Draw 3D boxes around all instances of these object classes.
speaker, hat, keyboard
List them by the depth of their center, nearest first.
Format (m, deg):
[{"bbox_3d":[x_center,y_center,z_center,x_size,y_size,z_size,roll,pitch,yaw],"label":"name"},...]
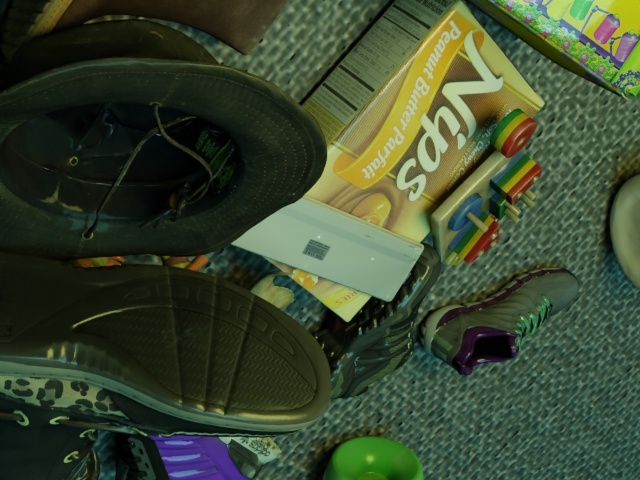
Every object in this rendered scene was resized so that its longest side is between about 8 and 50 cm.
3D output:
[{"bbox_3d":[-0.166,-0.100,1.015,0.331,0.134,0.331,-7,155,-3],"label":"hat"},{"bbox_3d":[0.000,0.000,1.241,0.256,0.014,0.072,21,111,-39],"label":"keyboard"},{"bbox_3d":[0.051,0.392,1.548,0.131,0.131,0.296,-9,121,-28],"label":"speaker"}]

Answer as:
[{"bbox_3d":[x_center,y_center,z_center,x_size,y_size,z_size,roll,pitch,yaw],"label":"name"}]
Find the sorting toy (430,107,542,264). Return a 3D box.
[{"bbox_3d":[0.181,-0.032,1.347,0.132,0.046,0.274,-44,162,-9],"label":"sorting toy"}]

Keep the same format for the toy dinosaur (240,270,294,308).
[{"bbox_3d":[-0.072,0.060,1.300,0.092,0.053,0.183,-8,152,-9],"label":"toy dinosaur"}]

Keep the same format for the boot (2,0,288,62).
[{"bbox_3d":[-0.134,-0.213,1.093,0.207,0.090,0.248,35,92,-38],"label":"boot"}]

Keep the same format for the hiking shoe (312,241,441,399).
[{"bbox_3d":[0.069,0.090,1.411,0.114,0.086,0.227,10,126,-49],"label":"hiking shoe"}]

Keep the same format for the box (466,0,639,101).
[{"bbox_3d":[0.228,-0.333,1.157,0.290,0.177,0.279,29,100,-27],"label":"box"}]

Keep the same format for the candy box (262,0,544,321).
[{"bbox_3d":[0.063,-0.089,1.291,0.316,0.087,0.183,-49,132,1],"label":"candy box"}]

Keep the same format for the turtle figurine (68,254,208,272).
[{"bbox_3d":[-0.167,-0.044,1.174,0.269,0.087,0.217,38,84,-27],"label":"turtle figurine"}]

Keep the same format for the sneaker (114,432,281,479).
[{"bbox_3d":[-0.171,0.206,1.311,0.146,0.102,0.293,-46,131,1],"label":"sneaker"}]

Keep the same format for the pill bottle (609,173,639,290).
[{"bbox_3d":[0.513,-0.031,1.561,0.278,0.162,0.162,-14,123,-25],"label":"pill bottle"}]

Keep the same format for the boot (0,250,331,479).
[{"bbox_3d":[-0.202,0.150,1.131,0.377,0.138,0.284,9,142,-12],"label":"boot"}]

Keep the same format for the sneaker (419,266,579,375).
[{"bbox_3d":[0.234,0.106,1.509,0.223,0.098,0.083,-21,126,-20],"label":"sneaker"}]
